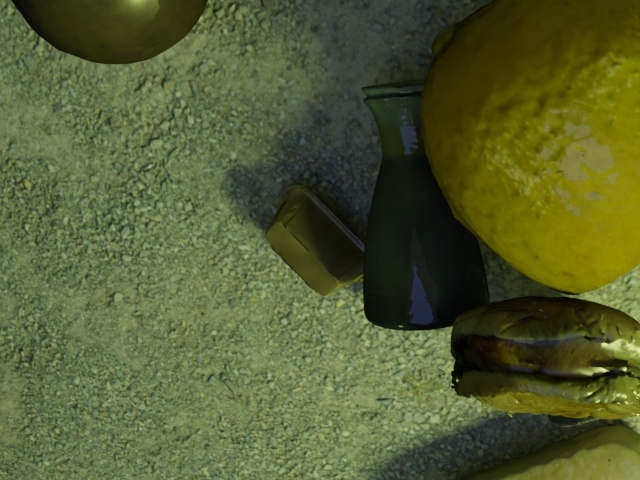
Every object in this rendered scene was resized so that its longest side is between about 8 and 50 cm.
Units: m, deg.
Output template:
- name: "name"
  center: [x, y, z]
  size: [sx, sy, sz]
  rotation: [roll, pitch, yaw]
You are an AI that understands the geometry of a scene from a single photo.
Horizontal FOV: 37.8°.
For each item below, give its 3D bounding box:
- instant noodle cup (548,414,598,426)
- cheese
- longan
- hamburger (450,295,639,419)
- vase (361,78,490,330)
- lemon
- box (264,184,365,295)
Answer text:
- name: "instant noodle cup"
  center: [0.360, 0.178, 1.339]
  size: [0.127, 0.127, 0.136]
  rotation: [-21, 98, 26]
- name: "cheese"
  center: [0.380, 0.496, 1.424]
  size: [0.383, 0.104, 0.384]
  rotation: [3, 96, 29]
- name: "longan"
  center: [-0.274, -0.377, 1.195]
  size: [0.297, 0.297, 0.298]
  rotation: [8, 117, 15]
- name: "hamburger"
  center: [0.298, 0.149, 1.167]
  size: [0.265, 0.285, 0.135]
  rotation: [-4, 75, 18]
- name: "vase"
  center: [0.129, -0.053, 1.258]
  size: [0.173, 0.173, 0.321]
  rotation: [-3, 99, 20]
- name: "lemon"
  center: [0.279, -0.143, 1.076]
  size: [0.364, 0.364, 0.364]
  rotation: [8, 117, 15]
- name: "box"
  center: [0.000, 0.000, 1.385]
  size: [0.177, 0.111, 0.111]
  rotation: [45, 120, -1]
